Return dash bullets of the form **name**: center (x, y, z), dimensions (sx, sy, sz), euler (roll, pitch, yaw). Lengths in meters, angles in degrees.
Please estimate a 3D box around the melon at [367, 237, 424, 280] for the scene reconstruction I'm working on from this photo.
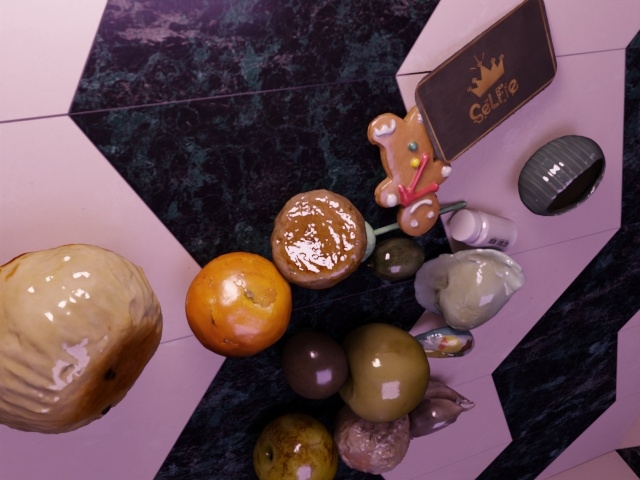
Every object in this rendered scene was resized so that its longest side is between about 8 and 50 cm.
- **melon**: center (0.199, 0.051, 1.614), dimensions (0.168, 0.114, 0.114), euler (-12, 133, -24)

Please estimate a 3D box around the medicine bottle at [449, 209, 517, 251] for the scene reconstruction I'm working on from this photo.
- **medicine bottle**: center (0.457, -0.028, 1.695), dimensions (0.187, 0.102, 0.102), euler (10, 123, -36)

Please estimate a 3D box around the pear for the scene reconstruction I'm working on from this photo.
- **pear**: center (-0.073, 0.684, 1.924), dimensions (0.284, 0.283, 0.283), euler (-16, 134, -17)

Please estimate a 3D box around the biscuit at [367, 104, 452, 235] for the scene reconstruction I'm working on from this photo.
- **biscuit**: center (0.226, -0.154, 1.434), dimensions (0.216, 0.047, 0.339), euler (-21, 122, -18)

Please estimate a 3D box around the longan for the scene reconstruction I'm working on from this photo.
- **longan**: center (-0.016, 0.356, 1.716), dimensions (0.198, 0.198, 0.212), euler (-18, 137, -14)

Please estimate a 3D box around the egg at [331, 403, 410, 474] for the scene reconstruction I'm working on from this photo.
- **egg**: center (0.172, 0.645, 2.033), dimensions (0.279, 0.279, 0.310), euler (-50, 154, 18)

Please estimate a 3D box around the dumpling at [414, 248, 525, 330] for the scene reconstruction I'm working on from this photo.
- **dumpling**: center (0.441, 0.150, 1.770), dimensions (0.270, 0.211, 0.320), euler (21, 115, -41)

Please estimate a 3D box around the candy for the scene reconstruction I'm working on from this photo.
- **candy**: center (0.205, -0.041, 1.565), dimensions (0.440, 0.119, 0.119), euler (-18, 136, -26)

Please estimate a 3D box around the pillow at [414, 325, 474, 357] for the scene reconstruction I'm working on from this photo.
- **pillow**: center (0.389, 0.332, 1.953), dimensions (0.214, 0.086, 0.233), euler (-5, 161, 7)

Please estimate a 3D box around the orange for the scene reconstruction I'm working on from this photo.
- **orange**: center (-0.185, 0.149, 1.394), dimensions (0.246, 0.246, 0.246), euler (-16, 134, -17)

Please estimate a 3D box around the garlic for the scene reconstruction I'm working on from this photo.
- **garlic**: center (0.407, 0.622, 2.182), dimensions (0.292, 0.210, 0.237), euler (-32, 131, 13)

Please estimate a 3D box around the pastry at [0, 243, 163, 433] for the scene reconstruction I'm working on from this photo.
- **pastry**: center (-0.510, 0.182, 1.182), dimensions (0.388, 0.313, 0.388), euler (-53, 169, -15)

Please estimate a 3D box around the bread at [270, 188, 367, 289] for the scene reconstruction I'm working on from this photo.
- **bread**: center (0.000, 0.000, 1.385), dimensions (0.230, 0.230, 0.123), euler (-34, 164, 2)

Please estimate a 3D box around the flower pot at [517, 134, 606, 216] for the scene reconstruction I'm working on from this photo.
- **flower pot**: center (0.646, -0.176, 1.631), dimensions (0.243, 0.157, 0.189), euler (-40, 135, 10)

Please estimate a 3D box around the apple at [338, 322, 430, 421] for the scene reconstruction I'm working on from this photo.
- **apple**: center (0.184, 0.391, 1.810), dimensions (0.254, 0.292, 0.291), euler (-1, 129, -18)

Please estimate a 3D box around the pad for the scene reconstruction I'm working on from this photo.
- **pad**: center (0.412, -0.327, 1.380), dimensions (0.375, 0.063, 0.315), euler (-39, 132, -4)
